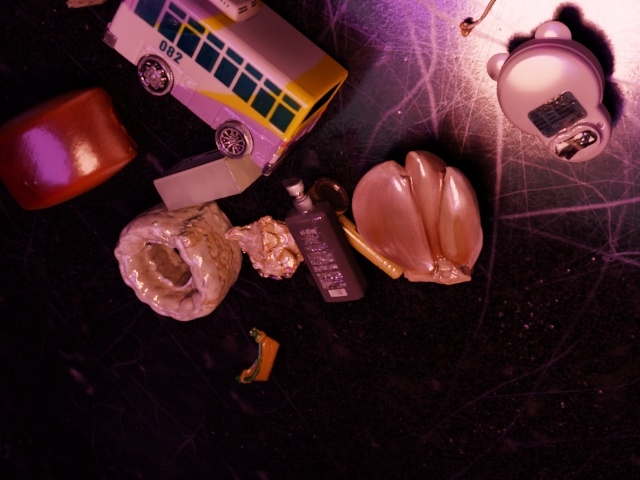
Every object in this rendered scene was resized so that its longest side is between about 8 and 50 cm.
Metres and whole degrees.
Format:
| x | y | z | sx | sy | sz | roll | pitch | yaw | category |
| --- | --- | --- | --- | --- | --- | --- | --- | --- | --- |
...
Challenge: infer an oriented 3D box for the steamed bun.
| x | y | z | sx | sy | sz | roll | pitch | yaw | category |
| --- | --- | --- | --- | --- | --- | --- | --- | --- | --- |
| -0.643 | -0.213 | 1.942 | 0.379 | 0.248 | 0.235 | -14 | 111 | 37 | steamed bun |

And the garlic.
| x | y | z | sx | sy | sz | roll | pitch | yaw | category |
| --- | --- | --- | --- | --- | --- | --- | --- | --- | --- |
| 0.197 | -0.055 | 1.635 | 0.279 | 0.132 | 0.325 | -2 | 120 | 30 | garlic |

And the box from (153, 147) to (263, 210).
| x | y | z | sx | sy | sz | roll | pitch | yaw | category |
| --- | --- | --- | --- | --- | --- | --- | --- | --- | --- |
| -0.250 | -0.151 | 1.833 | 0.225 | 0.129 | 0.086 | -12 | 113 | 35 | box |

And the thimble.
| x | y | z | sx | sy | sz | roll | pitch | yaw | category |
| --- | --- | --- | --- | --- | --- | --- | --- | --- | --- |
| -0.337 | 0.032 | 1.961 | 0.292 | 0.195 | 0.291 | 11 | 123 | 18 | thimble |

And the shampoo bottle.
| x | y | z | sx | sy | sz | roll | pitch | yaw | category |
| --- | --- | --- | --- | --- | --- | --- | --- | --- | --- |
| 0.001 | 0.000 | 1.715 | 0.098 | 0.071 | 0.309 | -7 | 127 | 28 | shampoo bottle |

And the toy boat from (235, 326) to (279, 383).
| x | y | z | sx | sy | sz | roll | pitch | yaw | category |
| --- | --- | --- | --- | --- | --- | --- | --- | --- | --- |
| -0.166 | 0.314 | 2.110 | 0.088 | 0.089 | 0.229 | 19 | 132 | 1 | toy boat |

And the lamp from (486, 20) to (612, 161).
| x | y | z | sx | sy | sz | roll | pitch | yaw | category |
| --- | --- | --- | --- | --- | --- | --- | --- | --- | --- |
| 0.413 | -0.251 | 1.399 | 0.179 | 0.108 | 0.246 | -27 | 105 | 43 | lamp |

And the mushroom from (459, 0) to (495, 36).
| x | y | z | sx | sy | sz | roll | pitch | yaw | category |
| --- | --- | --- | --- | --- | --- | --- | --- | --- | --- |
| 0.317 | -0.467 | 1.376 | 0.286 | 0.028 | 0.026 | -58 | 41 | 40 | mushroom |

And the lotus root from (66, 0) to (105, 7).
| x | y | z | sx | sy | sz | roll | pitch | yaw | category |
| --- | --- | --- | --- | --- | --- | --- | --- | --- | --- |
| -0.490 | -0.573 | 1.740 | 0.144 | 0.070 | 0.143 | 17 | 121 | 25 | lotus root |

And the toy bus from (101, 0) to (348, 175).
| x | y | z | sx | sy | sz | roll | pitch | yaw | category |
| --- | --- | --- | --- | --- | --- | --- | --- | --- | --- |
| -0.189 | -0.371 | 1.602 | 0.440 | 0.209 | 0.249 | 39 | 129 | 1 | toy bus |

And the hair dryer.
| x | y | z | sx | sy | sz | roll | pitch | yaw | category |
| --- | --- | --- | --- | --- | --- | --- | --- | --- | --- |
| 0.065 | -0.005 | 1.784 | 0.279 | 0.090 | 0.135 | 39 | 131 | -5 | hair dryer |

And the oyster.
| x | y | z | sx | sy | sz | roll | pitch | yaw | category |
| --- | --- | --- | --- | --- | --- | --- | --- | --- | --- |
| -0.134 | 0.017 | 1.889 | 0.191 | 0.081 | 0.163 | 7 | 110 | 13 | oyster |
